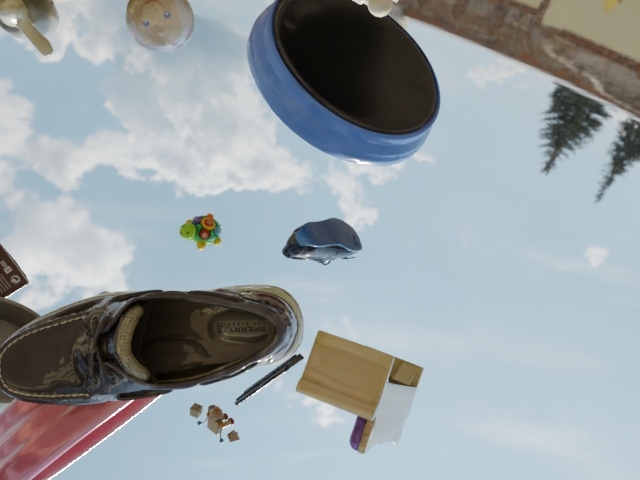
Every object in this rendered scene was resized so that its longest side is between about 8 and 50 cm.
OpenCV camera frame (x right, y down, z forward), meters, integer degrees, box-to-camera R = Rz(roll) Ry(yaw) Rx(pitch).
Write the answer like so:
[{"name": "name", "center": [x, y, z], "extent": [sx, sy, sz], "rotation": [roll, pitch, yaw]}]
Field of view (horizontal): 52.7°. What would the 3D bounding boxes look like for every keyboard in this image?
[{"name": "keyboard", "center": [-0.113, 0.310, 1.467], "extent": [0.023, 0.180, 0.108], "rotation": [56, -153, 8]}]

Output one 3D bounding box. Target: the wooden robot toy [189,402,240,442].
[{"name": "wooden robot toy", "center": [-0.284, 0.479, 1.773], "extent": [0.173, 0.079, 0.076], "rotation": [26, -147, 33]}]

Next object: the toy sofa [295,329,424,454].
[{"name": "toy sofa", "center": [0.082, 0.296, 1.265], "extent": [0.150, 0.177, 0.362], "rotation": [18, 173, 21]}]

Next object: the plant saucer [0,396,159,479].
[{"name": "plant saucer", "center": [-0.267, 0.187, 0.792], "extent": [0.084, 0.332, 0.332], "rotation": [52, -146, 4]}]

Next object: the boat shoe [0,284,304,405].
[{"name": "boat shoe", "center": [-0.159, 0.089, 0.571], "extent": [0.285, 0.103, 0.092], "rotation": [-7, 171, 3]}]

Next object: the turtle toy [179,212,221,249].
[{"name": "turtle toy", "center": [-0.320, -0.029, 1.730], "extent": [0.130, 0.066, 0.095], "rotation": [-18, -112, -39]}]

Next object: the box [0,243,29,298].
[{"name": "box", "center": [-0.957, 0.158, 1.631], "extent": [0.381, 0.143, 0.191], "rotation": [-40, -160, -27]}]

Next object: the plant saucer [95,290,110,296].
[{"name": "plant saucer", "center": [-0.486, 0.242, 1.359], "extent": [0.041, 0.278, 0.278], "rotation": [27, -160, -33]}]

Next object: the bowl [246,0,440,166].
[{"name": "bowl", "center": [0.056, -0.319, 1.207], "extent": [0.391, 0.077, 0.391], "rotation": [16, -126, -22]}]

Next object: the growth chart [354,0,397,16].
[{"name": "growth chart", "center": [-0.001, -0.226, 0.495], "extent": [0.172, 0.021, 0.237], "rotation": [30, -152, 0]}]

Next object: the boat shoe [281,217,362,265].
[{"name": "boat shoe", "center": [0.000, 0.000, 1.467], "extent": [0.258, 0.089, 0.109], "rotation": [10, -130, -54]}]

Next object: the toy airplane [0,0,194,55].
[{"name": "toy airplane", "center": [-0.240, -0.364, 0.860], "extent": [0.384, 0.386, 0.272], "rotation": [-11, -101, -49]}]

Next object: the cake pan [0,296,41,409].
[{"name": "cake pan", "center": [-0.689, 0.236, 1.357], "extent": [0.293, 0.054, 0.293], "rotation": [31, -155, -16]}]
